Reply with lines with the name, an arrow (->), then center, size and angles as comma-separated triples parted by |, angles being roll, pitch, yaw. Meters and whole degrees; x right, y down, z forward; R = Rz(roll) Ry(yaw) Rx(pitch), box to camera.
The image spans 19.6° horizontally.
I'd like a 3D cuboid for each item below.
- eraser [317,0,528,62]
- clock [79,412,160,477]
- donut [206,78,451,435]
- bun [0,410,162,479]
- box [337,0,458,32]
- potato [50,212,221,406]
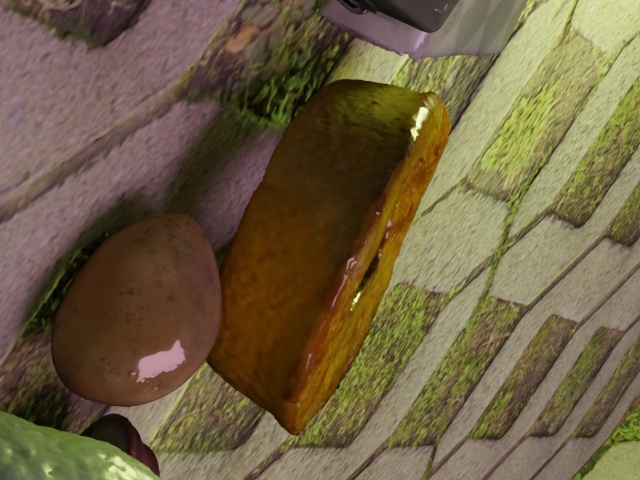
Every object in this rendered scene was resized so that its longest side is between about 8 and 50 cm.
eraser -> 0.157, -0.328, 1.409 | 0.213, 0.082, 0.396 | -14, 134, -61
clock -> -0.195, 0.241, 1.363 | 0.244, 0.056, 0.244 | -49, -155, 32
donut -> 0.000, 0.000, 1.442 | 0.303, 0.110, 0.303 | 25, 90, -83
bun -> -0.220, 0.252, 1.133 | 0.211, 0.362, 0.362 | -102, -143, -66
box -> 0.048, -0.219, 1.263 | 0.124, 0.093, 0.172 | -57, 145, 2
potato -> -0.130, 0.050, 1.305 | 0.147, 0.112, 0.112 | -56, 162, -27
